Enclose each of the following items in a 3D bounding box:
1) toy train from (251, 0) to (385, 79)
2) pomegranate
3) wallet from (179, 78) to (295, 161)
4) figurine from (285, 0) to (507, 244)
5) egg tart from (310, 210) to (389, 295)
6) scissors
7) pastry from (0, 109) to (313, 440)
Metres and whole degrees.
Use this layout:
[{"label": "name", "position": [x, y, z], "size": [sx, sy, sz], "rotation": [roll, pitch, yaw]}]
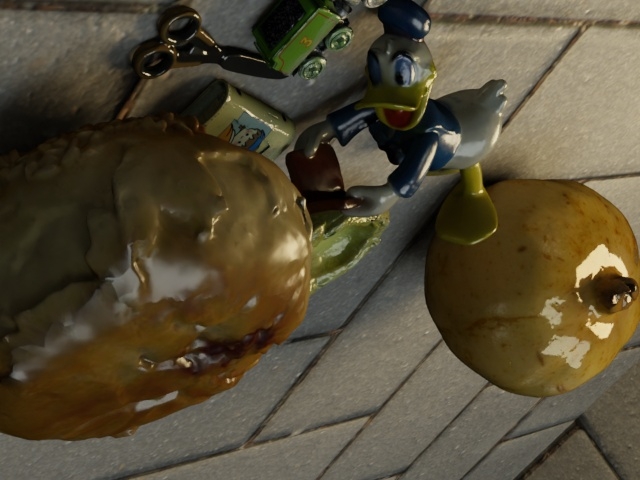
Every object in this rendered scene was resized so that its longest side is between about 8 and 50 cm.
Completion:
[{"label": "toy train", "position": [0.016, -0.247, 1.355], "size": [0.202, 0.060, 0.081], "rotation": [-46, 147, 21]}, {"label": "pomegranate", "position": [0.329, 0.069, 1.958], "size": [0.342, 0.342, 0.342], "rotation": [-27, 154, -14]}, {"label": "wallet", "position": [-0.101, -0.112, 1.480], "size": [0.110, 0.039, 0.155], "rotation": [-42, 153, 14]}, {"label": "figurine", "position": [0.079, -0.144, 1.538], "size": [0.283, 0.204, 0.338], "rotation": [-25, 140, -14]}, {"label": "egg tart", "position": [0.000, 0.000, 1.758], "size": [0.197, 0.078, 0.197], "rotation": [-28, 157, -13]}, {"label": "scissors", "position": [-0.099, -0.188, 1.375], "size": [0.088, 0.017, 0.220], "rotation": [-49, 151, 24]}, {"label": "pastry", "position": [-0.208, 0.034, 1.362], "size": [0.409, 0.245, 0.410], "rotation": [-20, 153, -11]}]
